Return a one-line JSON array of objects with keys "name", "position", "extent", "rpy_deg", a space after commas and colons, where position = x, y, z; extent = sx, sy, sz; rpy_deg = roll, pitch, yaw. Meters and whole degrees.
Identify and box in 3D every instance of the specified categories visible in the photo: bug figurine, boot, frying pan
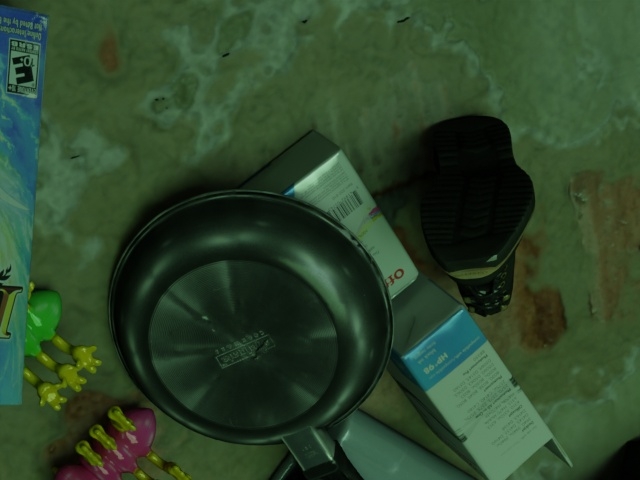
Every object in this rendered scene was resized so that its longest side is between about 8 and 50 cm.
[{"name": "bug figurine", "position": [-0.217, 0.153, 1.259], "extent": [0.216, 0.072, 0.279], "rpy_deg": [-43, 117, -12]}, {"name": "boot", "position": [0.115, 0.015, 1.300], "extent": [0.077, 0.198, 0.137], "rpy_deg": [-2, 118, 10]}, {"name": "frying pan", "position": [-0.044, 0.118, 1.301], "extent": [0.197, 0.053, 0.326], "rpy_deg": [-2, 114, 7]}]

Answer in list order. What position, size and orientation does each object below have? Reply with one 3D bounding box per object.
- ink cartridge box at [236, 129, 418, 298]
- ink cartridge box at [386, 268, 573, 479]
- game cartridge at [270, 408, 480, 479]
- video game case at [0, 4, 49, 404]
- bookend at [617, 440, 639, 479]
[{"name": "ink cartridge box", "position": [0.000, 0.000, 1.315], "extent": [0.088, 0.052, 0.122], "rpy_deg": [-37, 119, -7]}, {"name": "ink cartridge box", "position": [0.101, 0.108, 1.376], "extent": [0.060, 0.104, 0.180], "rpy_deg": [-40, 121, -7]}, {"name": "game cartridge", "position": [0.003, 0.283, 1.429], "extent": [0.198, 0.062, 0.297], "rpy_deg": [33, 93, -28]}, {"name": "video game case", "position": [-0.288, -0.029, 1.081], "extent": [0.269, 0.061, 0.244], "rpy_deg": [5, 89, -42]}, {"name": "bookend", "position": [0.242, 0.229, 1.499], "extent": [0.157, 0.156, 0.072], "rpy_deg": [-8, 123, 26]}]
